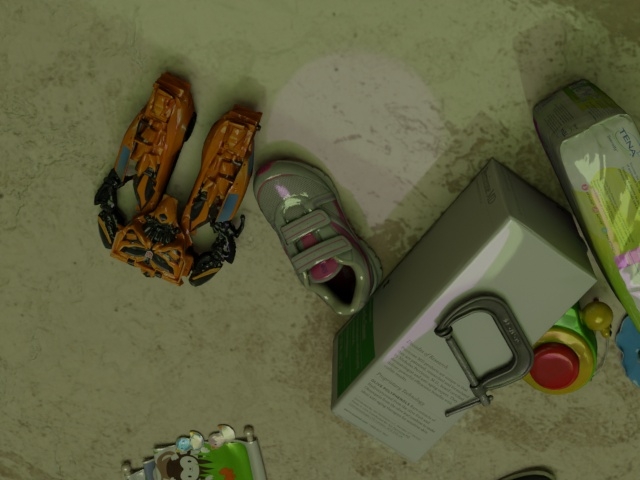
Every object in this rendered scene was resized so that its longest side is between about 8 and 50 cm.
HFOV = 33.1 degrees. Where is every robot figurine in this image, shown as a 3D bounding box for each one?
[{"bbox_3d":[-0.195,-0.065,1.441,0.211,0.085,0.291,23,116,1],"label":"robot figurine"}]

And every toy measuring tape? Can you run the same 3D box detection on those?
[{"bbox_3d":[0.289,0.193,1.548,0.121,0.121,0.330,43,119,-17],"label":"toy measuring tape"}]

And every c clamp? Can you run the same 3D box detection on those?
[{"bbox_3d":[0.195,0.145,1.356,0.137,0.022,0.160,-20,115,11],"label":"c clamp"}]

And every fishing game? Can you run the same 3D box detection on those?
[{"bbox_3d":[0.519,0.154,1.555,0.264,0.041,0.189,1,114,2],"label":"fishing game"}]

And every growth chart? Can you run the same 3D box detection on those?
[{"bbox_3d":[-0.196,0.378,1.705,0.237,0.021,0.171,-16,114,9],"label":"growth chart"}]

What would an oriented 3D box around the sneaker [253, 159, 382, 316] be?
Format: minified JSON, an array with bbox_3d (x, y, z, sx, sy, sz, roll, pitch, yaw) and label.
[{"bbox_3d":[0.000,0.000,1.456,0.103,0.111,0.252,-34,110,17],"label":"sneaker"}]

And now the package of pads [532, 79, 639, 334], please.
[{"bbox_3d":[0.371,-0.037,1.338,0.101,0.229,0.296,-26,105,10],"label":"package of pads"}]

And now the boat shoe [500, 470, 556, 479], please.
[{"bbox_3d":[0.272,0.441,1.688,0.233,0.079,0.084,-32,112,14],"label":"boat shoe"}]

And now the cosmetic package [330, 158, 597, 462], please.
[{"bbox_3d":[0.182,0.096,1.452,0.155,0.197,0.365,33,112,-14],"label":"cosmetic package"}]
